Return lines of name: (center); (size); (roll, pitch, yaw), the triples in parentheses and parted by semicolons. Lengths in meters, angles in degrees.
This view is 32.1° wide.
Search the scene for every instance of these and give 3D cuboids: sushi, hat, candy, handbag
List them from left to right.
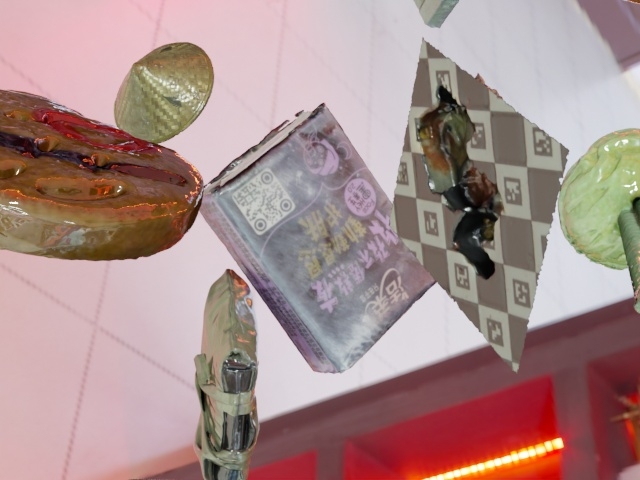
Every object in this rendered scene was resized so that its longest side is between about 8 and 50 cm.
hat: (-0.205, -0.193, 1.334); (0.067, 0.146, 0.146); (44, 35, -54)
handbag: (-0.150, 0.240, 1.777); (0.253, 0.109, 0.316); (-105, -160, -63)
sushi: (0.194, -0.051, 1.289); (0.059, 0.294, 0.292); (-12, 41, -26)
candy: (0.185, -0.006, 0.656); (0.092, 0.093, 0.335); (66, 15, -5)

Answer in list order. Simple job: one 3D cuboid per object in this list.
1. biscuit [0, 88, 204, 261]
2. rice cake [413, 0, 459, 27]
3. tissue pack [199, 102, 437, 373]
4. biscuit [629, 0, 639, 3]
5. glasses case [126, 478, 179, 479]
biscuit: (-0.265, -0.080, 0.864); (0.314, 0.367, 0.063); (-64, 170, -72)
rice cake: (0.194, -0.401, 1.669); (0.040, 0.226, 0.085); (-11, 75, -19)
tissue pack: (0.000, 0.000, 1.758); (0.259, 0.122, 0.361); (-42, 107, -23)
biscuit: (0.311, -0.263, 0.921); (0.295, 0.186, 0.044); (49, 4, 30)
glasses case: (-0.148, 0.322, 1.323); (0.078, 0.184, 0.039); (-91, -177, -72)
